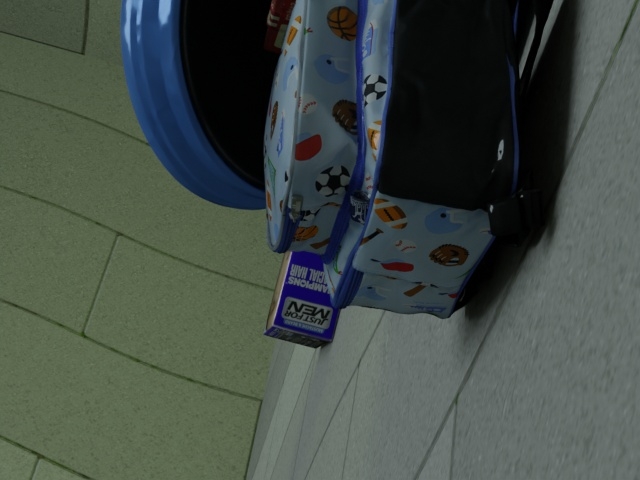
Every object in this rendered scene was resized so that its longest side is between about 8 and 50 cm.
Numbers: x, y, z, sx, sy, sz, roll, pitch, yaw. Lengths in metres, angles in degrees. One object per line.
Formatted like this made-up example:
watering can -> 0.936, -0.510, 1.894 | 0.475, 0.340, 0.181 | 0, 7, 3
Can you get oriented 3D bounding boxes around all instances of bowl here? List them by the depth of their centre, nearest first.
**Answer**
bowl -> -0.058, -0.228, 1.560 | 0.391, 0.077, 0.391 | -7, -81, -50

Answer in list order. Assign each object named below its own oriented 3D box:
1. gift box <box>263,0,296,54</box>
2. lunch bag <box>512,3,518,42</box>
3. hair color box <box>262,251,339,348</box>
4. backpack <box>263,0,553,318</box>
gift box -> 0.066, -0.322, 1.409 | 0.255, 0.276, 0.258 | 147, 140, -76
lunch bag -> 0.138, -0.224, 1.226 | 0.129, 0.096, 0.151 | -90, 6, -77
hair color box -> 0.000, 0.000, 2.269 | 0.185, 0.110, 0.338 | 131, 152, -79
backpack -> 0.059, -0.066, 1.057 | 0.263, 0.213, 0.276 | 92, -174, -55
